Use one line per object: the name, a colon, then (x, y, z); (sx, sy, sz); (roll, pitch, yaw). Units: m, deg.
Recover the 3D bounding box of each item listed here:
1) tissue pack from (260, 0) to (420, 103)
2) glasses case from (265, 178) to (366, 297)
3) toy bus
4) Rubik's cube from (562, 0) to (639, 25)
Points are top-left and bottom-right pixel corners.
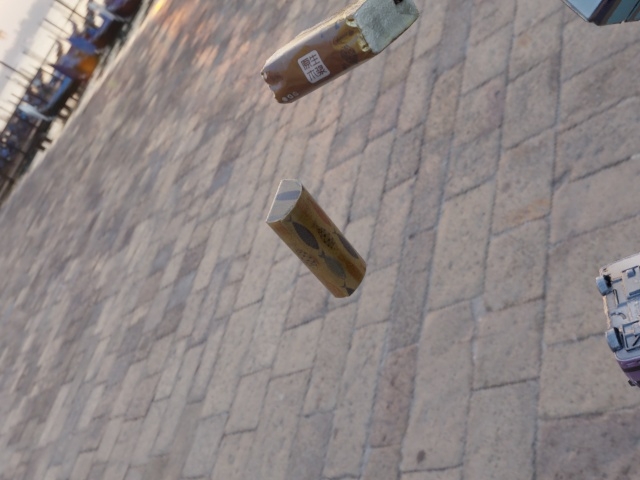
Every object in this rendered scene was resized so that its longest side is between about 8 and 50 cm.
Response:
tissue pack: (0.030, -0.322, 1.185); (0.226, 0.092, 0.183); (-15, 24, 44)
glasses case: (0.000, 0.000, 0.886); (0.041, 0.170, 0.064); (-4, 53, 33)
toy bus: (0.391, 0.095, 0.853); (0.087, 0.098, 0.178); (-25, 25, 28)
Rubik's cube: (0.572, -0.607, 1.356); (0.293, 0.289, 0.283); (51, 139, 24)
